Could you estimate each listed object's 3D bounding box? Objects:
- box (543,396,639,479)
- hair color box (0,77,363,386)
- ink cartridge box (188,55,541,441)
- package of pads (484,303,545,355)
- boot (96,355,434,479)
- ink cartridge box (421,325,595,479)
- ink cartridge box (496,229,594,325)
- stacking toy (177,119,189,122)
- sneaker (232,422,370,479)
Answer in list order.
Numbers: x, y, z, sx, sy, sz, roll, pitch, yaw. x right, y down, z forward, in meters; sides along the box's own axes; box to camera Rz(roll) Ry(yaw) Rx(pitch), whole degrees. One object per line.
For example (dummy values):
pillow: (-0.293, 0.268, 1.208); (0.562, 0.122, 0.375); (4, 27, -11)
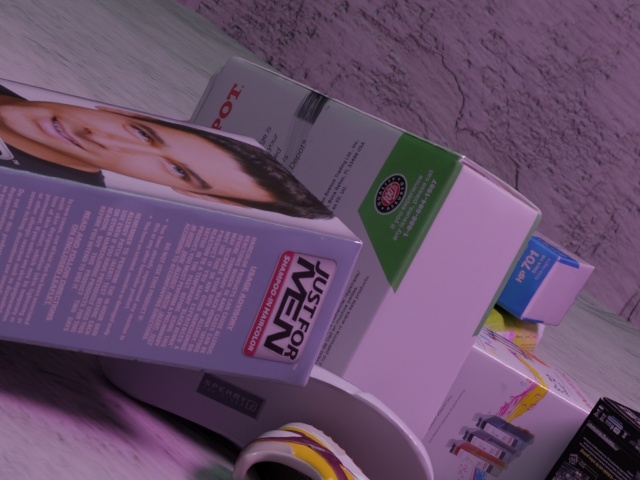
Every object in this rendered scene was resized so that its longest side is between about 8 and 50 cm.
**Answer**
box: (0.253, 0.233, 1.480); (0.077, 0.147, 0.180); (25, 11, -41)
hair color box: (-0.183, -0.021, 1.197); (0.374, 0.114, 0.185); (12, 19, -32)
ink cartridge box: (0.000, 0.000, 1.524); (0.121, 0.211, 0.289); (28, 1, -45)
package of pads: (0.102, 0.068, 2.012); (0.229, 0.101, 0.296); (35, 9, 18)
boot: (-0.032, 0.102, 1.353); (0.258, 0.095, 0.123); (31, 16, -2)
ink cartridge box: (0.123, 0.143, 1.586); (0.176, 0.127, 0.128); (31, 8, -17)
ink cartridge box: (0.174, 0.006, 2.010); (0.190, 0.082, 0.139); (36, 9, 22)
stacking toy: (-0.135, -0.020, 1.813); (0.279, 0.130, 0.309); (2, 15, -16)
sneaker: (0.026, 0.187, 1.230); (0.185, 0.070, 0.084); (29, 16, 16)
